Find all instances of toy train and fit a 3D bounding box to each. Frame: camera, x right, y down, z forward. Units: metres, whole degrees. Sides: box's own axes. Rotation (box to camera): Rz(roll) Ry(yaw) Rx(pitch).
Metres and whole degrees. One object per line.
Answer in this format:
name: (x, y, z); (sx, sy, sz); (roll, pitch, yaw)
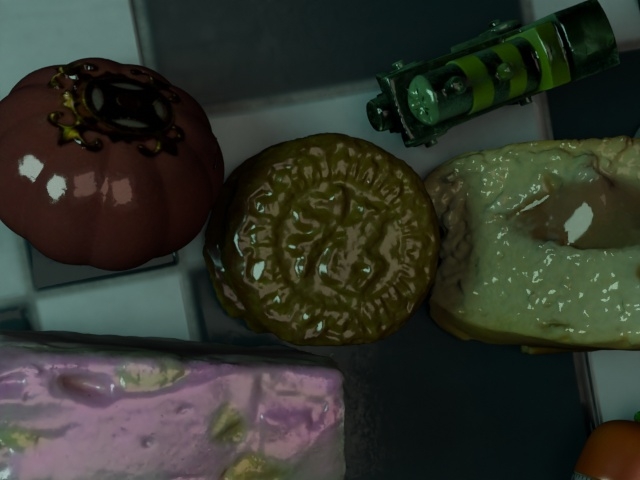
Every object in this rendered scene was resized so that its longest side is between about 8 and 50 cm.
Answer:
toy train: (0.142, -0.144, 0.794); (0.200, 0.132, 0.083); (-25, 96, -17)

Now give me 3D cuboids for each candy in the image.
candy: (-0.122, 0.135, 0.703); (0.265, 0.155, 0.116); (6, 85, -17)

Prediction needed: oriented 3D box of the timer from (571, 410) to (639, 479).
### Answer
timer: (0.307, 0.215, 0.864); (0.136, 0.099, 0.136); (3, 85, -29)

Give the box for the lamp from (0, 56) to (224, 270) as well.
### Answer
lamp: (-0.165, -0.054, 0.696); (0.182, 0.140, 0.182); (14, 42, -13)

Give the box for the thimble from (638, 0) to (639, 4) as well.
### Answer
thimble: (0.376, -0.263, 0.886); (0.118, 0.090, 0.135); (-18, 97, -13)

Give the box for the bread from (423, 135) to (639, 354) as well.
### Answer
bread: (0.237, 0.013, 0.841); (0.211, 0.224, 0.184); (9, 79, -51)

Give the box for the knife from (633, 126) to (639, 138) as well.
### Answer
knife: (0.297, -0.060, 0.901); (0.028, 0.015, 0.210); (33, 82, -19)

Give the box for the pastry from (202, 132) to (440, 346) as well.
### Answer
pastry: (0.000, 0.000, 0.766); (0.188, 0.103, 0.189); (0, 89, -16)
